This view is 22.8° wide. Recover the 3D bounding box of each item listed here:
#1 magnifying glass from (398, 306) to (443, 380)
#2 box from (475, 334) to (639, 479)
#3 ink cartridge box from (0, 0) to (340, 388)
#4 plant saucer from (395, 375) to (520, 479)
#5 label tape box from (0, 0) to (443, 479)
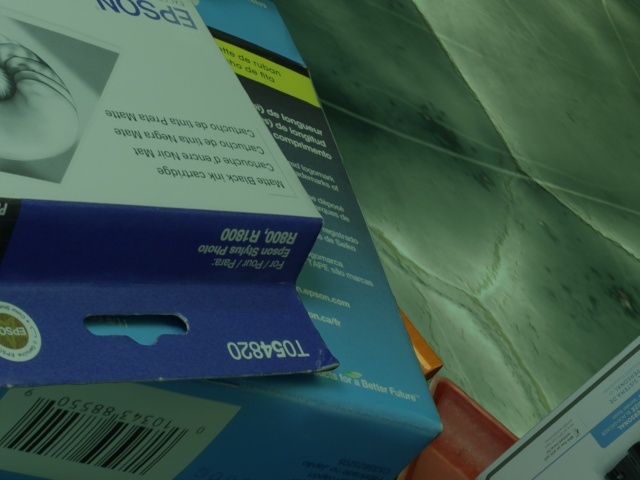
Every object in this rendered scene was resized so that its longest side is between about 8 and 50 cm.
[{"bbox_3d":[0.000,0.000,1.048,0.231,0.026,0.092,50,29,15],"label":"magnifying glass"},{"bbox_3d":[0.238,0.192,0.852,0.087,0.169,0.290,-8,58,-55],"label":"box"},{"bbox_3d":[-0.106,-0.038,0.716,0.223,0.045,0.224,1,49,-46],"label":"ink cartridge box"},{"bbox_3d":[0.123,0.230,0.878,0.258,0.048,0.259,41,30,-7],"label":"plant saucer"},{"bbox_3d":[-0.104,-0.026,0.859,0.249,0.115,0.348,17,37,-37],"label":"label tape box"}]
